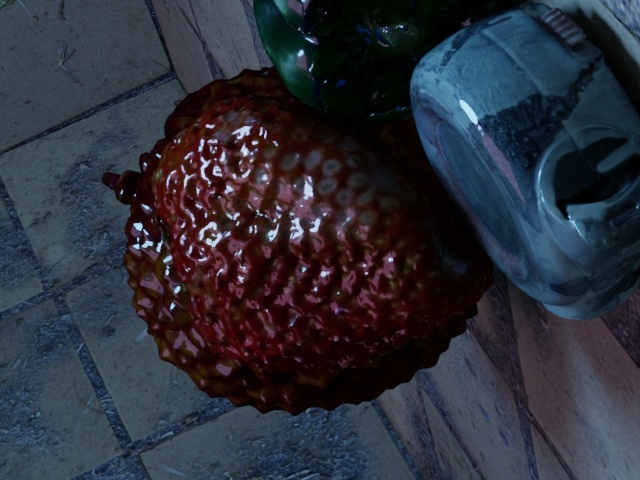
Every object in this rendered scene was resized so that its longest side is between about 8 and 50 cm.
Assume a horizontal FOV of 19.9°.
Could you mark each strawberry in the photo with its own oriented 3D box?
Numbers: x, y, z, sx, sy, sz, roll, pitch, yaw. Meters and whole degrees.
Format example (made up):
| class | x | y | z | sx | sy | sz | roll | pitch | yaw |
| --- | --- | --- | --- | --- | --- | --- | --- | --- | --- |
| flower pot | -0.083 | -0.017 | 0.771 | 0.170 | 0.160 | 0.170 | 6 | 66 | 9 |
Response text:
| class | x | y | z | sx | sy | sz | roll | pitch | yaw |
| --- | --- | --- | --- | --- | --- | --- | --- | --- | --- |
| strawberry | 0.000 | 0.000 | 1.766 | 0.351 | 0.267 | 0.312 | 12 | 153 | 48 |

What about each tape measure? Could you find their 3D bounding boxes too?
| class | x | y | z | sx | sy | sz | roll | pitch | yaw |
| --- | --- | --- | --- | --- | --- | --- | --- | --- | --- |
| tape measure | 0.197 | -0.068 | 1.574 | 0.275 | 0.147 | 0.256 | 57 | 171 | 23 |

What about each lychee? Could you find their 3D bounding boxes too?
| class | x | y | z | sx | sy | sz | roll | pitch | yaw |
| --- | --- | --- | --- | --- | --- | --- | --- | --- | --- |
| lychee | -0.046 | -0.006 | 2.161 | 0.424 | 0.500 | 0.424 | 11 | -90 | -72 |

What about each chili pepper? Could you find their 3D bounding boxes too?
| class | x | y | z | sx | sy | sz | roll | pitch | yaw |
| --- | --- | --- | --- | --- | --- | --- | --- | --- | --- |
| chili pepper | 0.047 | -0.257 | 1.713 | 0.248 | 0.233 | 0.256 | 99 | 155 | -47 |
